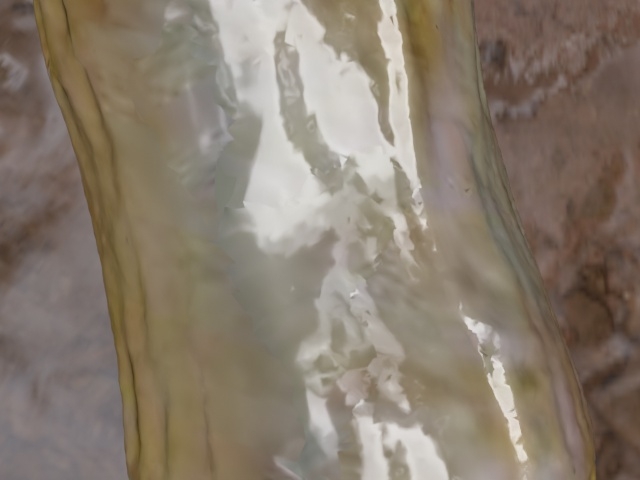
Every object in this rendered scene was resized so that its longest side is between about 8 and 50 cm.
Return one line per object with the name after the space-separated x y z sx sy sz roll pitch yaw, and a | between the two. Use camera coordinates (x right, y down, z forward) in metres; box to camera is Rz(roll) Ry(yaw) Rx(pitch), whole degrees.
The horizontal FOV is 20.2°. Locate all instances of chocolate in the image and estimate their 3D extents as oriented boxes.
0.000 0.000 0.502 0.134 0.134 0.309 -11 86 11 | chocolate
